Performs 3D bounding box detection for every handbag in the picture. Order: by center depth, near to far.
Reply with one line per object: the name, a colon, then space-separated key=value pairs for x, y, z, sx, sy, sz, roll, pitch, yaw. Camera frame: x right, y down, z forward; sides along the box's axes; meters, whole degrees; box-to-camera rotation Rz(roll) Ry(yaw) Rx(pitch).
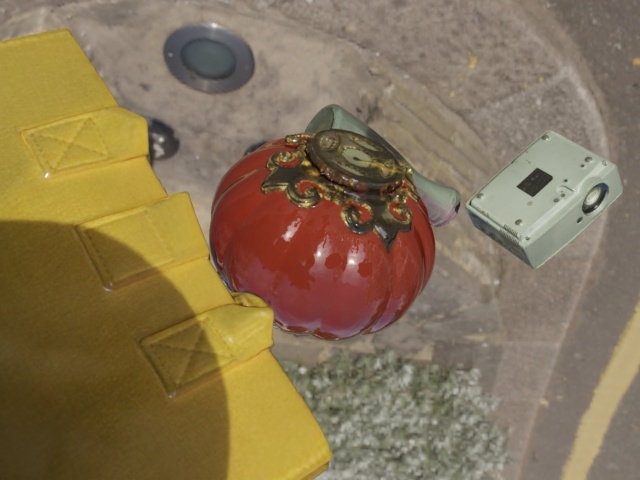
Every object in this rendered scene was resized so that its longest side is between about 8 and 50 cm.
handbag: x=-0.198 y=0.047 z=0.541 sx=0.283 sy=0.401 sz=0.133 roll=-25 pitch=160 yaw=-30

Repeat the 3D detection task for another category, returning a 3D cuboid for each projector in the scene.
projector: x=0.264 y=-0.053 z=0.947 sx=0.147 sy=0.115 sz=0.061 roll=-41 pitch=135 yaw=-5

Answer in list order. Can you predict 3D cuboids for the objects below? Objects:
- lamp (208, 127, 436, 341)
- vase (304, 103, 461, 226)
lamp: x=0.000 y=0.000 z=0.781 sx=0.226 sy=0.227 sz=0.227 roll=5 pitch=147 yaw=3
vase: x=0.080 y=-0.085 z=0.998 sx=0.214 sy=0.086 sz=0.086 roll=27 pitch=142 yaw=-26
